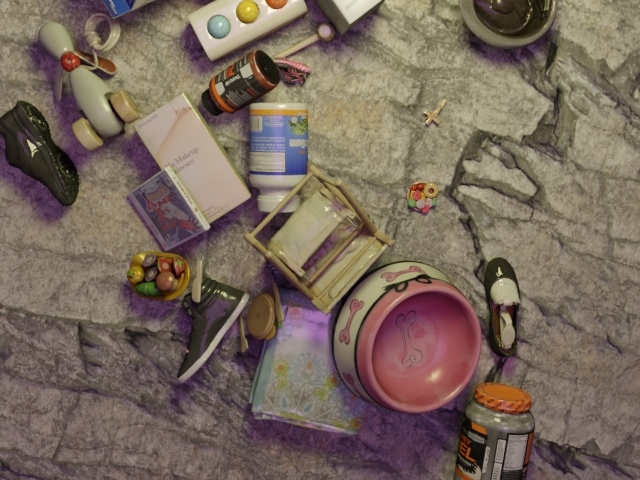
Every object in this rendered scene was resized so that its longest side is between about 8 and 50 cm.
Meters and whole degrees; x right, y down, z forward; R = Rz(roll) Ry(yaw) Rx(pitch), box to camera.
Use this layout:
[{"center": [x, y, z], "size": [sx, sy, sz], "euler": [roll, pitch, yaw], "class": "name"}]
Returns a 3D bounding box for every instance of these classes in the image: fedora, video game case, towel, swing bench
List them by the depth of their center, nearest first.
[{"center": [0.000, 0.000, 1.777], "size": [0.253, 0.165, 0.255], "euler": [-46, 122, -5], "class": "swing bench"}, {"center": [0.460, -0.611, 1.830], "size": [0.275, 0.124, 0.244], "euler": [13, 100, -14], "class": "fedora"}, {"center": [-0.390, -0.076, 1.839], "size": [0.201, 0.023, 0.183], "euler": [-23, 103, 44], "class": "video game case"}, {"center": [-0.006, 0.336, 1.967], "size": [0.320, 0.090, 0.375], "euler": [14, 98, -9], "class": "towel"}]

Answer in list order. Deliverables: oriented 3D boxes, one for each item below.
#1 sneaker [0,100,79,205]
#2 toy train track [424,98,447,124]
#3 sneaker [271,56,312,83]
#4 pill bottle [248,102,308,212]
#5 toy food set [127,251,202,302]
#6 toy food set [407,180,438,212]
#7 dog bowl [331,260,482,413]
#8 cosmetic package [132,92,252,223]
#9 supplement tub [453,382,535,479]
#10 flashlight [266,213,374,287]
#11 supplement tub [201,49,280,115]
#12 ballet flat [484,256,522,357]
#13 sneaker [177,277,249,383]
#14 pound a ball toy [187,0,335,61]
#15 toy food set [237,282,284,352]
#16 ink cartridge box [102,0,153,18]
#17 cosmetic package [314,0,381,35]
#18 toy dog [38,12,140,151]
[{"center": [-0.720, -0.206, 1.832], "size": [0.130, 0.109, 0.286], "euler": [-30, 90, 7], "class": "sneaker"}, {"center": [0.307, -0.342, 1.919], "size": [0.048, 0.014, 0.083], "euler": [39, 89, -2], "class": "toy train track"}, {"center": [-0.079, -0.433, 1.846], "size": [0.119, 0.047, 0.057], "euler": [10, 116, -34], "class": "sneaker"}, {"center": [-0.106, -0.212, 1.839], "size": [0.152, 0.152, 0.272], "euler": [-1, 99, -4], "class": "pill bottle"}, {"center": [-0.414, 0.088, 1.868], "size": [0.217, 0.071, 0.128], "euler": [4, 77, 18], "class": "toy food set"}, {"center": [0.275, -0.118, 1.946], "size": [0.083, 0.020, 0.083], "euler": [10, 98, -6], "class": "toy food set"}, {"center": [0.241, 0.266, 1.880], "size": [0.407, 0.150, 0.408], "euler": [-4, 101, -21], "class": "dog bowl"}, {"center": [-0.323, -0.204, 1.846], "size": [0.160, 0.113, 0.309], "euler": [-33, 100, 2], "class": "cosmetic package"}, {"center": [0.478, 0.565, 1.979], "size": [0.193, 0.193, 0.316], "euler": [7, 98, -5], "class": "supplement tub"}, {"center": [0.005, 0.021, 1.915], "size": [0.304, 0.103, 0.103], "euler": [-25, 130, -3], "class": "flashlight"}, {"center": [-0.205, -0.386, 1.804], "size": [0.198, 0.106, 0.106], "euler": [-26, 101, 28], "class": "supplement tub"}, {"center": [0.508, 0.188, 1.972], "size": [0.095, 0.096, 0.281], "euler": [-7, 99, -2], "class": "ballet flat"}, {"center": [-0.329, 0.229, 1.921], "size": [0.147, 0.104, 0.296], "euler": [35, 89, -6], "class": "sneaker"}, {"center": [-0.141, -0.537, 1.795], "size": [0.319, 0.136, 0.208], "euler": [-27, 99, 1], "class": "pound a ball toy"}, {"center": [-0.148, 0.205, 1.898], "size": [0.038, 0.132, 0.192], "euler": [15, 139, -37], "class": "toy food set"}, {"center": [-0.372, -0.657, 1.666], "size": [0.332, 0.065, 0.165], "euler": [-32, 84, -14], "class": "ink cartridge box"}, {"center": [0.044, -0.638, 1.746], "size": [0.138, 0.224, 0.225], "euler": [-36, 99, 2], "class": "cosmetic package"}, {"center": [-0.569, -0.380, 1.805], "size": [0.220, 0.161, 0.334], "euler": [-12, 85, 1], "class": "toy dog"}]
